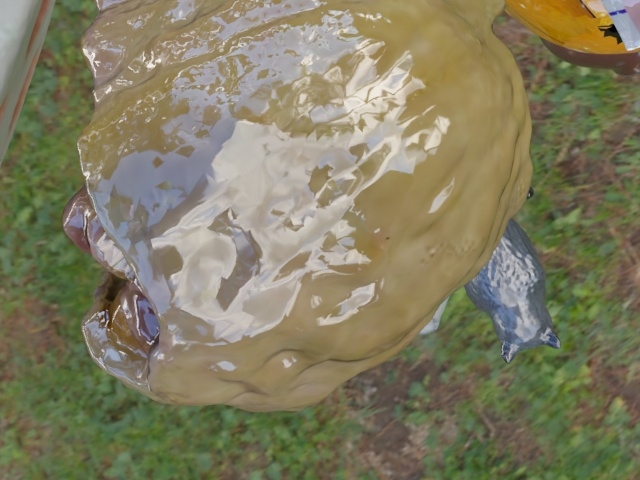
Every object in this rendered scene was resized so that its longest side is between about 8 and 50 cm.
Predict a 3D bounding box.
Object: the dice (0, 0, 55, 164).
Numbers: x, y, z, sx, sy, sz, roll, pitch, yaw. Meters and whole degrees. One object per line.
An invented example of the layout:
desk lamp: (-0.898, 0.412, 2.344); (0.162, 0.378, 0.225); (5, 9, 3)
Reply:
dice: (-0.303, -0.119, 0.742); (0.259, 0.243, 0.251); (138, 150, -60)

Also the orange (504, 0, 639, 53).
orange: (0.235, -0.247, 0.987); (0.234, 0.234, 0.182); (22, 115, 25)

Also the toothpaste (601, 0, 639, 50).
toothpaste: (0.290, -0.176, 0.832); (0.194, 0.043, 0.067); (-14, 59, -6)

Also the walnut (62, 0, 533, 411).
walnut: (-0.017, -0.028, 0.518); (0.204, 0.141, 0.238); (7, 107, 16)

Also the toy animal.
toy animal: (0.177, 0.009, 1.184); (0.121, 0.117, 0.210); (-25, 68, 8)

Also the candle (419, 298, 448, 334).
candle: (0.000, 0.000, 0.868); (0.168, 0.192, 0.068); (2, 63, 46)

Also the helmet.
helmet: (0.309, -0.260, 1.418); (0.155, 0.106, 0.175); (98, 153, -54)
